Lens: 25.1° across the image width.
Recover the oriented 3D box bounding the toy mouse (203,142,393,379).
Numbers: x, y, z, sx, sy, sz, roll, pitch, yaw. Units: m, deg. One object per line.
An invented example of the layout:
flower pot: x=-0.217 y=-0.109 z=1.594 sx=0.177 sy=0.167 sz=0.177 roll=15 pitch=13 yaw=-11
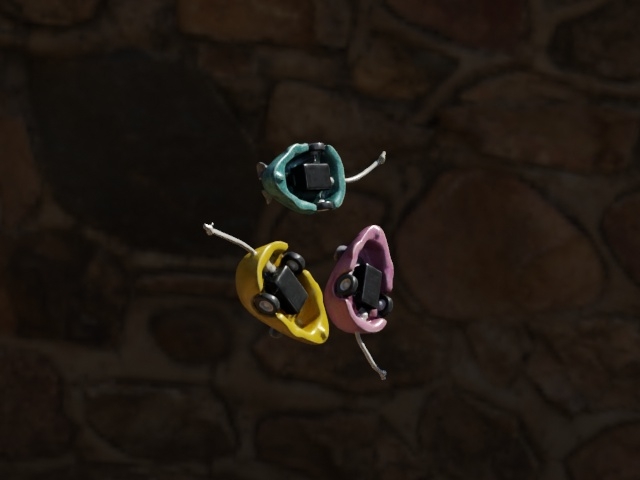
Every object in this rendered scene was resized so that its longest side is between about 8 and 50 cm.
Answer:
toy mouse: x=0.000 y=0.000 z=0.793 sx=0.031 sy=0.161 sz=0.143 roll=-12 pitch=38 yaw=38
